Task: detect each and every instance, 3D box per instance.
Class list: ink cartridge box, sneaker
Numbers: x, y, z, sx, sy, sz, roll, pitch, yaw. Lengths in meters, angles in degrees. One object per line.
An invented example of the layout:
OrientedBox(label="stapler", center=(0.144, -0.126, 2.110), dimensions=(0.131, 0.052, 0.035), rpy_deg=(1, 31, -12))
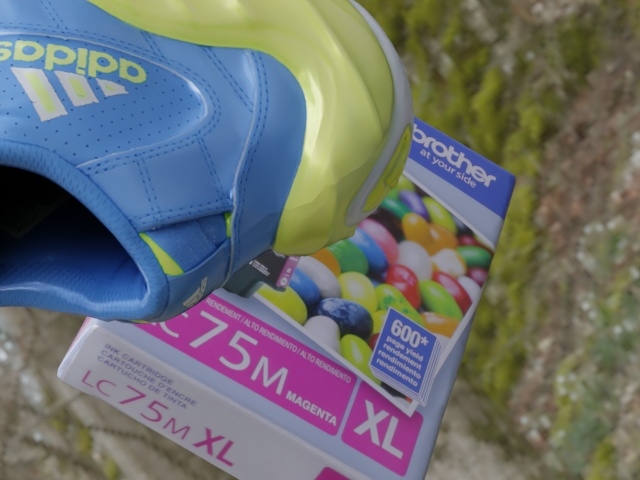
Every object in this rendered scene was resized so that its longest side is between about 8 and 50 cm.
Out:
OrientedBox(label="ink cartridge box", center=(0.000, 0.000, 0.958), dimensions=(0.065, 0.186, 0.311), rpy_deg=(-53, 10, 42))
OrientedBox(label="sneaker", center=(-0.099, -0.059, 0.447), dimensions=(0.126, 0.240, 0.091), rpy_deg=(-44, -26, -42))
